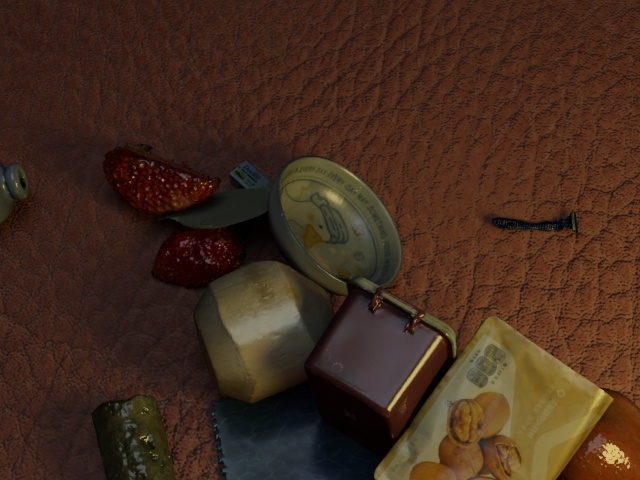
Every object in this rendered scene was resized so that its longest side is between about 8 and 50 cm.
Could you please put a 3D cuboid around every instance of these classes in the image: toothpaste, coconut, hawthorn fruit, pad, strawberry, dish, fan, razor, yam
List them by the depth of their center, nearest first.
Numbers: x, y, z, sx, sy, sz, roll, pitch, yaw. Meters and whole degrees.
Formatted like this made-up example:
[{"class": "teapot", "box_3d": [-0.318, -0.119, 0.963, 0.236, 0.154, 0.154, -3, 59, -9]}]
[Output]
[{"class": "hawthorn fruit", "box_3d": [0.456, 0.347, 1.694, 0.251, 0.199, 0.199, 30, 63, 0]}, {"class": "yam", "box_3d": [-0.288, 0.348, 1.733, 0.107, 0.107, 0.194, -15, 62, -9]}, {"class": "pad", "box_3d": [-0.031, 0.353, 1.782, 0.270, 0.012, 0.269, -11, 60, -6]}, {"class": "coconut", "box_3d": [-0.085, 0.144, 1.785, 0.241, 0.241, 0.241, 0, 60, 0]}, {"class": "dish", "box_3d": [0.000, 0.000, 1.920, 0.273, 0.134, 0.273, 26, 42, -26]}, {"class": "fan", "box_3d": [-0.232, -0.044, 1.947, 0.310, 0.010, 0.182, -10, 22, 6]}, {"class": "strawberry", "box_3d": [-0.218, 0.010, 1.954, 0.187, 0.082, 0.146, -24, 54, -9]}, {"class": "strawberry", "box_3d": [-0.298, -0.100, 1.982, 0.175, 0.106, 0.236, 12, 11, -31]}, {"class": "razor", "box_3d": [0.386, -0.029, 1.994, 0.155, 0.028, 0.044, 0, 59, -1]}, {"class": "toothpaste", "box_3d": [-0.097, -0.080, 2.023, 0.046, 0.034, 0.164, -40, 67, -20]}]

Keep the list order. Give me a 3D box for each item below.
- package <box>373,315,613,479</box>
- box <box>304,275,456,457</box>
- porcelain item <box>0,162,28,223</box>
[{"class": "package", "box_3d": [0.261, 0.301, 1.663, 0.221, 0.165, 0.311, 35, 88, 18]}, {"class": "box", "box_3d": [0.090, 0.208, 1.701, 0.193, 0.294, 0.167, 31, 69, 21]}, {"class": "porcelain item", "box_3d": [-0.655, -0.078, 1.971, 0.259, 0.141, 0.141, -14, 60, 4]}]
